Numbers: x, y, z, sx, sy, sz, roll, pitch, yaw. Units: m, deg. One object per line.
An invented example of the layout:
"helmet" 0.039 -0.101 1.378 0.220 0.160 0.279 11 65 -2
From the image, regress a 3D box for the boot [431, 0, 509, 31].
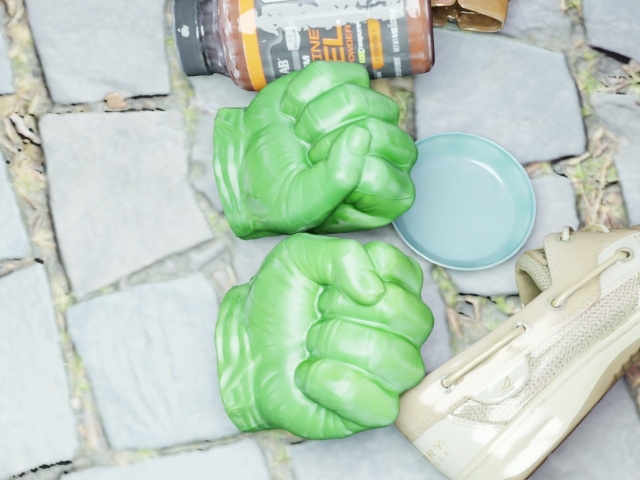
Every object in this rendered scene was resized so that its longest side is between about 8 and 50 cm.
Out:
"boot" 0.078 -0.259 0.985 0.197 0.073 0.152 8 76 8

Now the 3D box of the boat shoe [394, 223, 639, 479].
"boat shoe" 0.194 0.038 0.839 0.110 0.121 0.341 44 70 11

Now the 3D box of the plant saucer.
"plant saucer" 0.108 -0.028 0.912 0.119 0.021 0.119 3 67 -6

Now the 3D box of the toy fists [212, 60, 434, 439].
"toy fists" 0.000 0.000 0.819 0.142 0.096 0.279 -12 65 18

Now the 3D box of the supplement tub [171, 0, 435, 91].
"supplement tub" -0.013 -0.172 0.907 0.198 0.106 0.106 -6 67 6
